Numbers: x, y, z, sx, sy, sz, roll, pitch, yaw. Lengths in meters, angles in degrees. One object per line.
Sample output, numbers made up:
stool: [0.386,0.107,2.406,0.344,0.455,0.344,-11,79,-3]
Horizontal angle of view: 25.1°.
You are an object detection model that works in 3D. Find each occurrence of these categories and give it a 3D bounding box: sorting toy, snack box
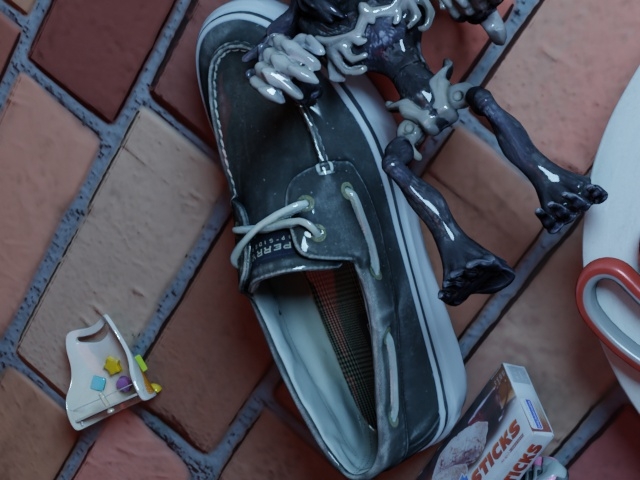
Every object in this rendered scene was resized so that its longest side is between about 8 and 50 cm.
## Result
sorting toy: [-0.169,0.099,1.132,0.083,0.045,0.075,-26,89,34]
snack box: [0.100,0.169,1.000,0.022,0.064,0.178,12,127,-27]

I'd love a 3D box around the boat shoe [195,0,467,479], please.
boat shoe: [0.000,0.000,0.948,0.121,0.119,0.335,-22,98,34]

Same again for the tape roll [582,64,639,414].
tape roll: [0.340,0.009,0.796,0.392,0.072,0.392,11,116,24]

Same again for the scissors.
scissors: [0.280,0.091,0.810,0.297,0.021,0.109,39,121,9]

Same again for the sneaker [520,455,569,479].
sneaker: [0.144,0.197,1.001,0.057,0.047,0.119,35,129,-1]

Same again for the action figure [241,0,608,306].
action figure: [0.048,-0.108,0.838,0.164,0.141,0.275,-35,72,3]
